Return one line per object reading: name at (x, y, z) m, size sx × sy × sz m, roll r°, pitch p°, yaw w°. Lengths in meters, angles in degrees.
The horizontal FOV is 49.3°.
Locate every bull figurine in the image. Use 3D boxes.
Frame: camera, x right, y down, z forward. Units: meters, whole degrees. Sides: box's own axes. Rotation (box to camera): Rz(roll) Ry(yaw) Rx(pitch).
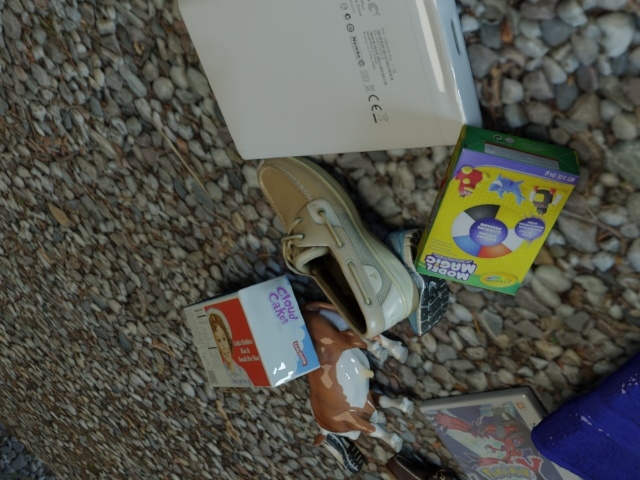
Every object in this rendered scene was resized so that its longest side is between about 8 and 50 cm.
bull figurine at (0.049, 0.235, 1.123) m, size 0.188 × 0.101 × 0.310 m, roll 8°, pitch 127°, yaw 32°

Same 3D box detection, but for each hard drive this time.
hard drive at (0.002, -0.216, 0.837) m, size 0.353 × 0.047 × 0.233 m, roll 1°, pitch 123°, yaw 38°

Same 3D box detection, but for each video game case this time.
video game case at (0.273, 0.307, 1.055) m, size 0.201 × 0.023 × 0.183 m, roll -23°, pitch 106°, yaw 47°

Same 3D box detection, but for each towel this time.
towel at (0.429, 0.223, 0.831) m, size 0.228 × 0.076 × 0.308 m, roll 33°, pitch 137°, yaw 4°

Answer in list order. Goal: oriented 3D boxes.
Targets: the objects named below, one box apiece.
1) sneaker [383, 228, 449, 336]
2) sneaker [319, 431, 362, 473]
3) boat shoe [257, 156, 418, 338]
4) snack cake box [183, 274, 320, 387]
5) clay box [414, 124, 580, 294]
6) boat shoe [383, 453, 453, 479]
sneaker at (0.126, 0.055, 0.955) m, size 0.073 × 0.063 × 0.162 m, roll 11°, pitch 121°, yaw 47°
sneaker at (0.038, 0.391, 1.309) m, size 0.109 × 0.040 × 0.044 m, roll 54°, pitch 155°, yaw -4°
boat shoe at (0.000, 0.000, 0.940) m, size 0.302 × 0.098 × 0.109 m, roll 50°, pitch 146°, yaw 18°
snack cake box at (-0.121, 0.153, 1.132) m, size 0.264 × 0.089 × 0.152 m, roll -19°, pitch 89°, yaw 60°
clay box at (0.192, -0.018, 0.806) m, size 0.128 × 0.053 × 0.222 m, roll 13°, pitch 133°, yaw 1°
boat shoe at (0.205, 0.426, 1.178) m, size 0.207 × 0.073 × 0.073 m, roll 35°, pitch 101°, yaw 17°
